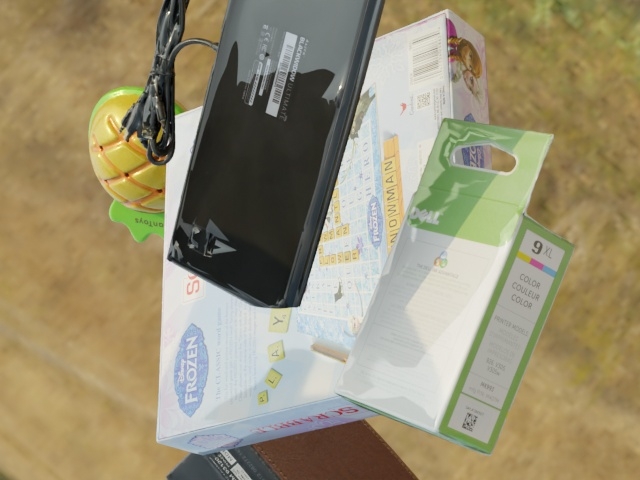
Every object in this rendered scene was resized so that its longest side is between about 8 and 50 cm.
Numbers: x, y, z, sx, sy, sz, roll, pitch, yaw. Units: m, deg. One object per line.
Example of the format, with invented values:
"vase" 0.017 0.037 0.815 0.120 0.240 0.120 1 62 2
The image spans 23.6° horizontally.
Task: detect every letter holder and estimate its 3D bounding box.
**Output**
"letter holder" 0.037 0.268 1.554 0.302 0.214 0.152 49 137 5

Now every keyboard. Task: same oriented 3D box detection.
"keyboard" -0.046 -0.124 1.039 0.201 0.317 0.033 26 -163 35

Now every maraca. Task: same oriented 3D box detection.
"maraca" -0.172 -0.072 1.538 0.127 0.099 0.185 12 127 20

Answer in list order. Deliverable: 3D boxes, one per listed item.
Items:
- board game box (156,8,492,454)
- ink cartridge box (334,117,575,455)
"board game box" 0.000 0.000 1.311 0.318 0.318 0.066 -16 152 34
"ink cartridge box" 0.099 0.029 1.037 0.062 0.209 0.109 26 174 -38
